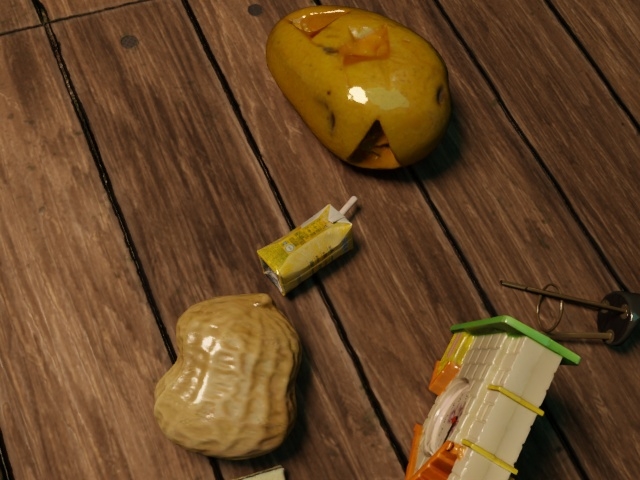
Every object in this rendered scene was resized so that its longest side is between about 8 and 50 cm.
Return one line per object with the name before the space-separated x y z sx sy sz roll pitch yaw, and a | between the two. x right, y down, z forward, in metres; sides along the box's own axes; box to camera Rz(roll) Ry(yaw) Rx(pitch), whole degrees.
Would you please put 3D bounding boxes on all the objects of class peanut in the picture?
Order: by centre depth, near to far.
peanut | -0.122 0.181 0.715 0.197 0.110 0.232 11 71 -5

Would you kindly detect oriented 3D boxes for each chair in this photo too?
chair | 0.413 0.121 0.834 0.222 0.104 0.095 6 95 -2

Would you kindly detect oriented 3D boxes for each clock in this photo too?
clock | 0.203 0.243 0.691 0.106 0.220 0.255 30 77 4

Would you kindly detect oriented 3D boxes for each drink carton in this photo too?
drink carton | 0.000 0.000 0.816 0.200 0.084 0.074 -34 55 -17

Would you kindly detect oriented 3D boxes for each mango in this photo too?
mango | 0.060 -0.274 0.882 0.365 0.182 0.253 36 72 17

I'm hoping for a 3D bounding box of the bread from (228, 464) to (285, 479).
bread | -0.116 0.363 0.693 0.154 0.028 0.068 -12 73 -14
